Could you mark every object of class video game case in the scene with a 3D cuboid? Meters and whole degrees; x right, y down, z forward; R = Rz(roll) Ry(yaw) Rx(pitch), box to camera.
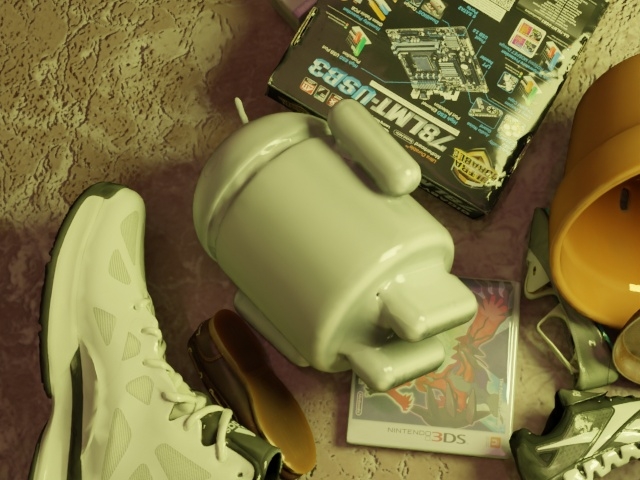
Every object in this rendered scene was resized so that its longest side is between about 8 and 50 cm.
[{"bbox_3d":[0.128,0.137,1.217,0.184,0.023,0.201,4,76,6],"label":"video game case"}]

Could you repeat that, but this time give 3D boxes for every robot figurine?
[{"bbox_3d":[0.000,0.000,1.156,0.353,0.200,0.300,46,122,25],"label":"robot figurine"}]

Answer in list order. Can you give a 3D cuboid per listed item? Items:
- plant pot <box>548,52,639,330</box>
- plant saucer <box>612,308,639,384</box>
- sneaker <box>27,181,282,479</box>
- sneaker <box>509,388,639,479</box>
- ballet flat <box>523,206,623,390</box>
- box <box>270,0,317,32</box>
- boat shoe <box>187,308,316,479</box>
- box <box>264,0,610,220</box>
[{"bbox_3d":[0.374,-0.064,1.122,0.291,0.290,0.203,-2,50,4],"label":"plant pot"},{"bbox_3d":[0.388,0.099,1.129,0.169,0.168,0.029,-6,49,3],"label":"plant saucer"},{"bbox_3d":[-0.160,0.160,1.155,0.258,0.169,0.447,2,80,9],"label":"sneaker"},{"bbox_3d":[0.302,0.193,1.147,0.234,0.078,0.106,-26,75,-11],"label":"sneaker"},{"bbox_3d":[0.264,0.066,1.200,0.068,0.072,0.213,-23,76,4],"label":"ballet flat"},{"bbox_3d":[0.078,-0.380,1.328,0.324,0.063,0.067,-39,77,-5],"label":"box"},{"bbox_3d":[-0.079,0.179,1.207,0.073,0.073,0.207,-42,69,33],"label":"boat shoe"},{"bbox_3d":[0.134,-0.221,1.246,0.296,0.073,0.293,30,84,-1],"label":"box"}]
